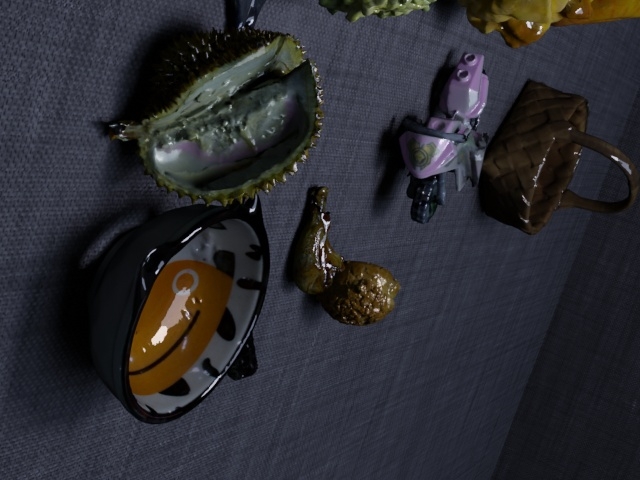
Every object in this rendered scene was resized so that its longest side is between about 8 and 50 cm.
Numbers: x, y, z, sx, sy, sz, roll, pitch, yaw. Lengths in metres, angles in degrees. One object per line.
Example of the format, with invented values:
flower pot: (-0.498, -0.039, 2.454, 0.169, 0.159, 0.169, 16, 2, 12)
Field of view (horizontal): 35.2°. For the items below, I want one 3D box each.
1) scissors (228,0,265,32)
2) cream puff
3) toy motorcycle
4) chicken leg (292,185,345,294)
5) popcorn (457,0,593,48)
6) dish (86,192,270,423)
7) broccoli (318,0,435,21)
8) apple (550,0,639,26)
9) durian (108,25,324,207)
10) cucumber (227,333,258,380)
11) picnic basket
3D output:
scissors: (-0.099, -0.242, 1.216, 0.109, 0.022, 0.300, -17, 127, -54)
cream puff: (0.058, 0.091, 1.683, 0.126, 0.144, 0.103, 26, 73, -32)
toy motorcycle: (0.223, -0.193, 1.758, 0.327, 0.143, 0.188, -64, 156, -23)
chicken leg: (0.000, 0.000, 1.575, 0.093, 0.070, 0.178, -11, 111, -32)
popcorn: (0.344, -0.479, 1.622, 0.225, 0.264, 0.332, -89, 176, -79)
dish: (-0.183, 0.067, 1.194, 0.303, 0.120, 0.303, -44, 147, -39)
broccoli: (0.116, -0.415, 1.182, 0.348, 0.280, 0.293, -63, 156, -11)
apple: (0.515, -0.540, 1.884, 0.299, 0.299, 0.275, -22, 102, -57)
durian: (-0.119, -0.142, 1.136, 0.138, 0.237, 0.194, -137, -138, -73)
cucumber: (-0.119, 0.137, 1.471, 0.053, 0.053, 0.182, -43, 144, -41)
picnic basket: (0.552, -0.157, 2.235, 0.337, 0.337, 0.293, -57, 153, -20)
